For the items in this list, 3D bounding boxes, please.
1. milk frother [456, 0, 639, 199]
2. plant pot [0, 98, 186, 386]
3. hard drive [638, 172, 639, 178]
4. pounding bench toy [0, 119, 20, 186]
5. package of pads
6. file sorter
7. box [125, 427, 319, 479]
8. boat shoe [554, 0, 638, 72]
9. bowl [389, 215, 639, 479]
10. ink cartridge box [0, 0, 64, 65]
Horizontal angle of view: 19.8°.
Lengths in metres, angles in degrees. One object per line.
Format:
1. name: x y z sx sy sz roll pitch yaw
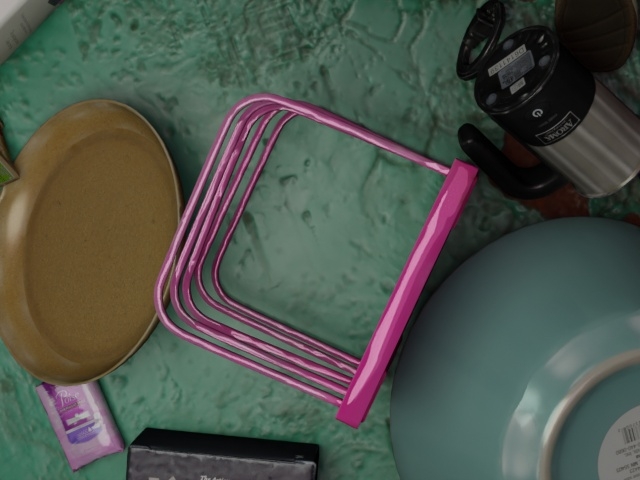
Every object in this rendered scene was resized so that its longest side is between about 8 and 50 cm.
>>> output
1. milk frother: 0.185 -0.120 1.509 0.129 0.143 0.134 -22 135 37
2. plant pot: -0.188 0.003 1.502 0.236 0.032 0.236 -9 76 40
3. hard drive: 0.313 -0.037 1.506 0.022 0.094 0.135 -29 91 -35
4. pounding bench toy: -0.296 -0.085 1.528 0.052 0.083 0.065 -22 66 4
5. package of pads: -0.204 0.151 1.568 0.050 0.032 0.083 -23 91 1
6. file sorter: 0.000 0.000 1.423 0.182 0.290 0.202 25 94 4
7. box: -0.084 0.247 1.535 0.156 0.093 0.158 6 94 3
8. boat shoe: 0.222 -0.222 1.482 0.068 0.190 0.072 -1 49 14
9. bowl: 0.223 0.148 1.434 0.311 0.163 0.312 -3 102 -14
10. ink cartridge box: -0.257 -0.299 1.482 0.207 0.119 0.353 43 84 1
